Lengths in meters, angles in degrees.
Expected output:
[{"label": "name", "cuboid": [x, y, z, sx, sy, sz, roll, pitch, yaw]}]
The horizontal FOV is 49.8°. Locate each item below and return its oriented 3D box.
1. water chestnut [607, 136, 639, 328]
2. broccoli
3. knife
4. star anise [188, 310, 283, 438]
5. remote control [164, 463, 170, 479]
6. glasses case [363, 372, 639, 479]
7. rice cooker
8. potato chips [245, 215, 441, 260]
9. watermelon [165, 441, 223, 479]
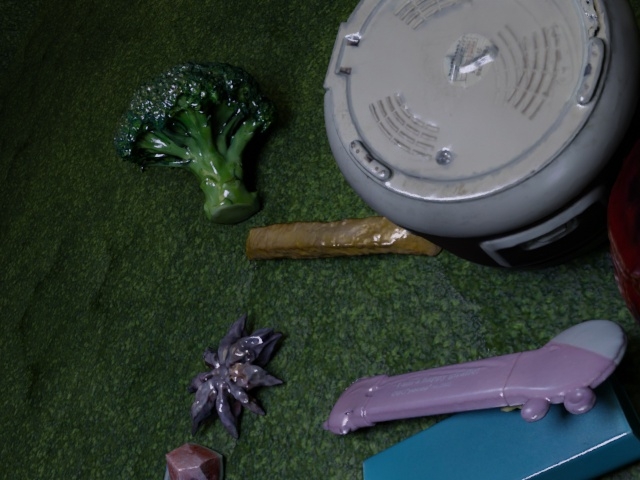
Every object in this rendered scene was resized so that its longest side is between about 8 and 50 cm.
[{"label": "water chestnut", "cuboid": [0.389, -0.036, 0.520, 0.335, 0.347, 0.335, -15, 54, 22]}, {"label": "broccoli", "cuboid": [-0.211, -0.180, 1.219, 0.297, 0.297, 0.297, -29, 72, 26]}, {"label": "knife", "cuboid": [0.148, 0.166, 0.765, 0.398, 0.038, 0.132, -23, 17, 47]}, {"label": "star anise", "cuboid": [-0.138, 0.200, 1.047, 0.204, 0.061, 0.181, -36, 45, 20]}, {"label": "remote control", "cuboid": [-0.220, 0.390, 1.031, 0.053, 0.018, 0.124, -18, 53, 32]}, {"label": "glasses case", "cuboid": [0.183, 0.233, 0.729, 0.301, 0.070, 0.117, -35, 29, 23]}, {"label": "rice cooker", "cuboid": [0.196, -0.127, 0.765, 0.335, 0.325, 0.335, -6, 77, 27]}, {"label": "potato chips", "cuboid": [0.000, 0.000, 1.045, 0.407, 0.080, 0.057, -3, 72, 42]}, {"label": "watermelon", "cuboid": [-0.190, 0.341, 0.997, 0.084, 0.072, 0.092, -4, 61, 49]}]
